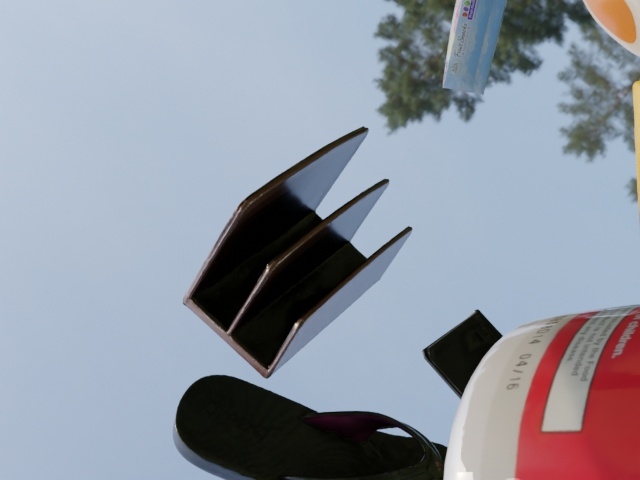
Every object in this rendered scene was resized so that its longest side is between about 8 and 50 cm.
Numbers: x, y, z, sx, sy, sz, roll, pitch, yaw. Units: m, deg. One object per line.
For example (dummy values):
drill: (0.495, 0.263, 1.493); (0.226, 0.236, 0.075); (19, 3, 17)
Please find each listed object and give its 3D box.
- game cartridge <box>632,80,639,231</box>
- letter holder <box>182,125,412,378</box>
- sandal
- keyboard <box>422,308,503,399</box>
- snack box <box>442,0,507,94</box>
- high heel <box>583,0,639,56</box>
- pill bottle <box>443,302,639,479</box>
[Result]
game cartridge: (0.444, -0.046, 0.933); (0.053, 0.285, 0.323); (1, -97, -22)
letter holder: (0.000, 0.000, 1.183); (0.152, 0.214, 0.302); (41, -140, 10)
sandal: (0.029, 0.283, 1.156); (0.446, 0.107, 0.167); (18, -133, -5)
keyboard: (0.182, 0.142, 0.803); (0.108, 0.023, 0.180); (-31, -109, -31)
snack box: (0.237, -0.342, 1.360); (0.070, 0.174, 0.207); (12, -146, 5)
high heel: (0.333, -0.210, 0.770); (0.117, 0.082, 0.244); (-34, -147, -8)
pill bottle: (0.279, 0.126, 0.409); (0.229, 0.408, 0.228); (13, -109, -42)
